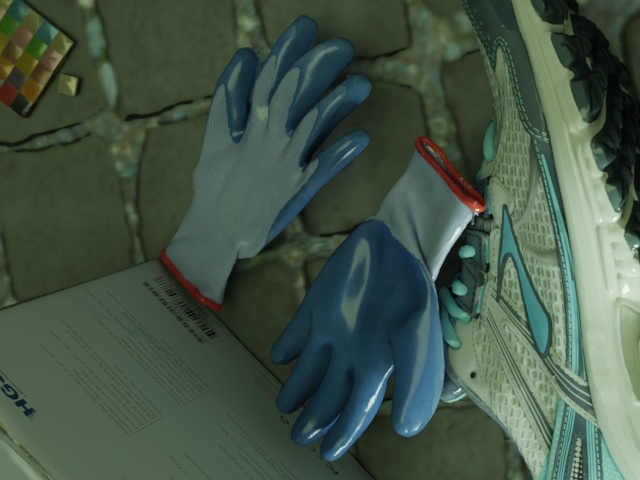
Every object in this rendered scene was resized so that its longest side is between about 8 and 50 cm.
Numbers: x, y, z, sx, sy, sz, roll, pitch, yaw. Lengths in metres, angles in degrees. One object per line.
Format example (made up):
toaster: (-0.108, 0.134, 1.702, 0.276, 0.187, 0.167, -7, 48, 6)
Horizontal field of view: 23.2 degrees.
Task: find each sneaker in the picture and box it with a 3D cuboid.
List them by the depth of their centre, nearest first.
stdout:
sneaker: (0.094, 0.019, 0.689, 0.122, 0.110, 0.283, -15, 92, 22)

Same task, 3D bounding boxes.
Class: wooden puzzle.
wooden puzzle: (-0.158, -0.098, 0.805, 0.083, 0.006, 0.049, 39, 106, 10)

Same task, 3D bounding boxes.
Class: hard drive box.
hard drive box: (-0.083, 0.112, 0.689, 0.181, 0.232, 0.089, 44, 107, 9)

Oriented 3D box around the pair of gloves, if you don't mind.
pair of gloves: (0.000, 0.000, 0.721, 0.198, 0.023, 0.159, 48, 121, 33)
